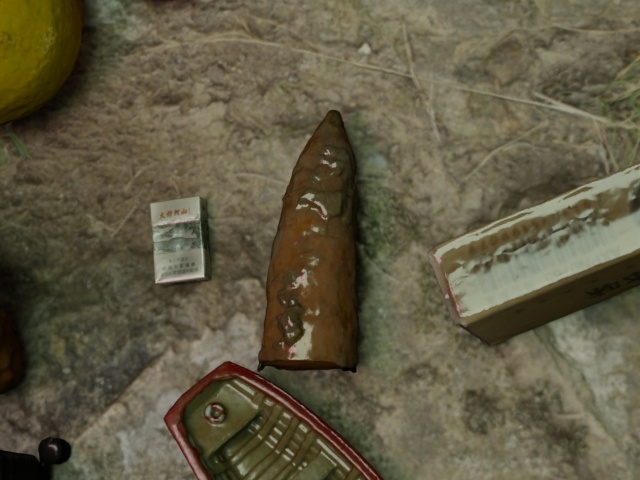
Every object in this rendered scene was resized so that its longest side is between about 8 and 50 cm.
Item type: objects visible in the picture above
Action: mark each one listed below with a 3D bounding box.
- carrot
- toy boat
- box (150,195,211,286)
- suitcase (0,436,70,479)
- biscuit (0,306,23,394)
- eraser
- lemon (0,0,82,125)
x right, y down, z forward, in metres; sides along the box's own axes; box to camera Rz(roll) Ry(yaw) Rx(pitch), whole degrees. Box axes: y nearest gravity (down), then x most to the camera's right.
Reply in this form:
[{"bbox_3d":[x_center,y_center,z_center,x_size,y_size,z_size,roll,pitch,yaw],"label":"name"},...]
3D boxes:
[{"bbox_3d":[0.000,0.000,1.684,0.102,0.102,0.263,3,78,18],"label":"carrot"},{"bbox_3d":[0.015,0.273,1.618,0.136,0.079,0.392,-41,72,-14],"label":"toy boat"},{"bbox_3d":[-0.139,0.001,1.755,0.054,0.024,0.083,-8,78,17],"label":"box"},{"bbox_3d":[-0.365,0.339,1.654,0.152,0.229,0.335,2,80,18],"label":"suitcase"},{"bbox_3d":[-0.503,0.032,1.667,0.343,0.395,0.166,4,79,19],"label":"biscuit"},{"bbox_3d":[0.276,-0.009,1.565,0.343,0.144,0.078,-23,73,13],"label":"eraser"},{"bbox_3d":[-0.335,-0.216,1.766,0.192,0.192,0.231,3,81,18],"label":"lemon"}]
